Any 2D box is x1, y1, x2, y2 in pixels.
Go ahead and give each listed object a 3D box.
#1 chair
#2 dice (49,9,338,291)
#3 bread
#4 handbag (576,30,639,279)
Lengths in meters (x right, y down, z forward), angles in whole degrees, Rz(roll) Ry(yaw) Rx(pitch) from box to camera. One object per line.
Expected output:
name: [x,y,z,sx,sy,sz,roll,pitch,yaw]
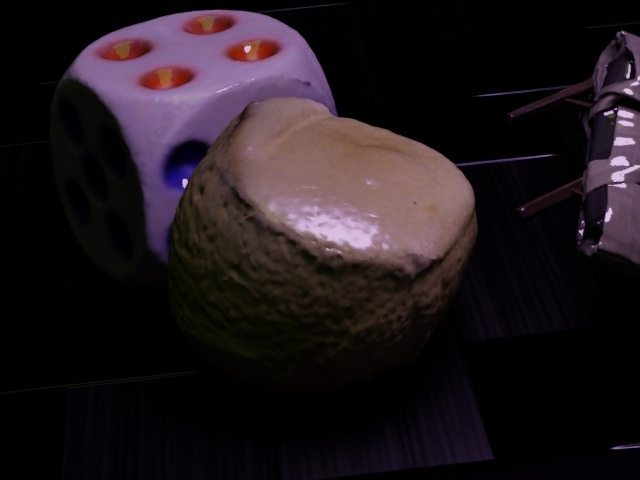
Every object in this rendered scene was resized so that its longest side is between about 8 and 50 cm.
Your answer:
chair: [0.383,-0.124,1.841,0.319,0.160,0.186,-25,29,-30]
dice: [-0.145,-0.106,1.801,0.259,0.243,0.251,-18,32,-27]
bread: [-0.002,0.009,1.589,0.320,0.237,0.320,7,36,-5]
handbag: [0.388,-0.065,1.621,0.253,0.109,0.316,22,54,-13]
